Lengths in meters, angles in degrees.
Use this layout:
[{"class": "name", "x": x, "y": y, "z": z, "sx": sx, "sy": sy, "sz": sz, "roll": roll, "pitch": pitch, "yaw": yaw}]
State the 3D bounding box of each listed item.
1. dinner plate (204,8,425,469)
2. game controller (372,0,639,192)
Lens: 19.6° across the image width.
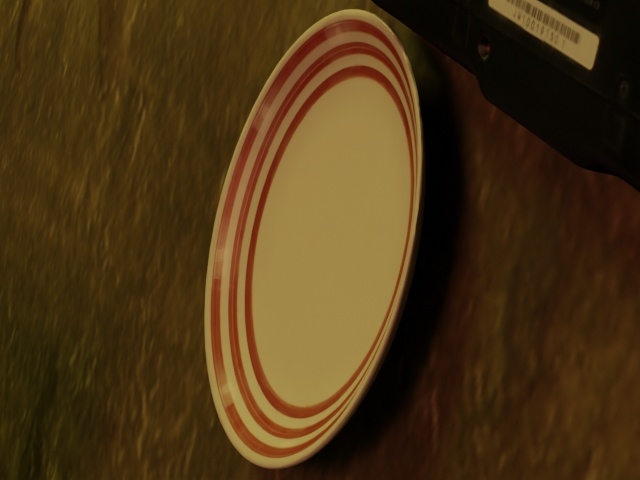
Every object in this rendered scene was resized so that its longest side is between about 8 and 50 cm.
[{"class": "dinner plate", "x": 0.000, "y": 0.000, "z": 0.564, "sx": 0.141, "sy": 0.017, "sz": 0.141, "roll": -33, "pitch": 52, "yaw": 56}, {"class": "game controller", "x": 0.077, "y": -0.100, "z": 0.417, "sx": 0.319, "sy": 0.067, "sz": 0.166, "roll": -132, "pitch": 43, "yaw": -60}]
